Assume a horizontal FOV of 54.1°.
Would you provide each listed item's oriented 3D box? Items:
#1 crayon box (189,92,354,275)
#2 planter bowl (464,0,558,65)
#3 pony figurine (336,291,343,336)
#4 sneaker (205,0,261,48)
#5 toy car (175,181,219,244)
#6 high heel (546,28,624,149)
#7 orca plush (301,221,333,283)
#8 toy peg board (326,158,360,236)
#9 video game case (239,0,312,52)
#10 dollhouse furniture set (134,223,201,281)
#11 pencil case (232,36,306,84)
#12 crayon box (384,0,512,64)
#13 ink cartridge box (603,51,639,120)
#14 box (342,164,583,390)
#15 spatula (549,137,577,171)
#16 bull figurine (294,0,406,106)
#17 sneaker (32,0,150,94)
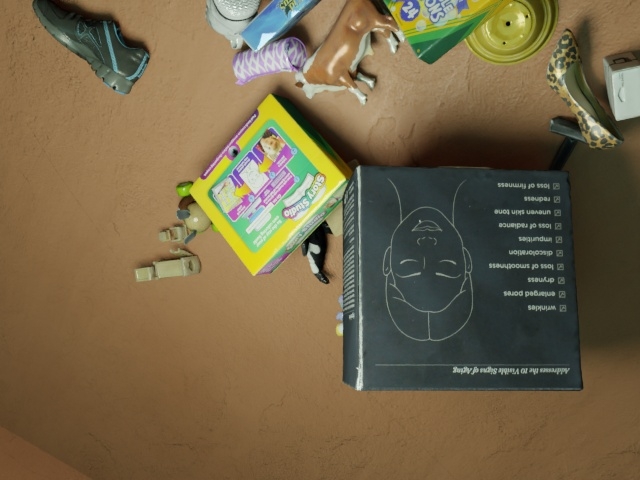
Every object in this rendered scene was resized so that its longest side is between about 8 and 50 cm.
[{"bbox_3d":[-0.129,-0.143,1.651,0.363,0.106,0.313,-45,74,20],"label":"crayon box"},{"bbox_3d":[0.423,-0.495,1.412,0.217,0.090,0.217,7,119,13],"label":"planter bowl"},{"bbox_3d":[0.225,0.233,1.785,0.363,0.303,0.351,3,127,32],"label":"pony figurine"},{"bbox_3d":[-0.234,-0.642,1.484,0.137,0.210,0.365,-13,78,-13],"label":"sneaker"},{"bbox_3d":[-0.368,-0.069,1.814,0.149,0.188,0.155,-5,116,19],"label":"toy car"},{"bbox_3d":[0.602,-0.333,1.395,0.186,0.093,0.261,35,146,48],"label":"high heel"},{"bbox_3d":[0.000,0.000,1.781,0.102,0.151,0.287,-11,117,7],"label":"orca plush"},{"bbox_3d":[0.081,-0.121,1.734,0.161,0.079,0.160,-28,91,26],"label":"toy peg board"},{"bbox_3d":[-0.036,-0.556,1.421,0.269,0.244,0.061,-34,105,29],"label":"video game case"},{"bbox_3d":[-0.489,0.038,1.985,0.182,0.101,0.161,-7,91,20],"label":"dollhouse furniture set"},{"bbox_3d":[-0.128,-0.447,1.569,0.206,0.086,0.088,0,89,40],"label":"pencil case"},{"bbox_3d":[0.306,-0.569,1.361,0.323,0.083,0.203,-34,74,28],"label":"crayon box"},{"bbox_3d":[0.671,-0.343,1.386,0.063,0.150,0.109,-8,115,20],"label":"ink cartridge box"},{"bbox_3d":[0.297,0.097,1.431,0.480,0.297,0.471,1,79,-4],"label":"box"},{"bbox_3d":[0.580,-0.148,1.588,0.084,0.030,0.296,21,122,8],"label":"spatula"},{"bbox_3d":[0.069,-0.449,1.535,0.188,0.101,0.310,31,124,-6],"label":"bull figurine"},{"bbox_3d":[-0.614,-0.547,1.690,0.341,0.125,0.139,41,93,-4],"label":"sneaker"}]
